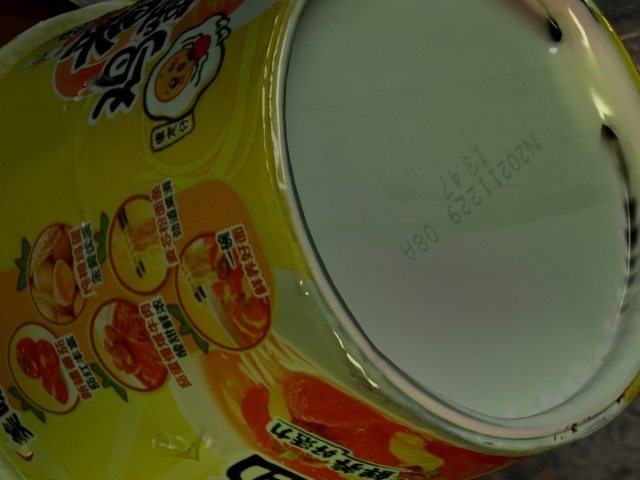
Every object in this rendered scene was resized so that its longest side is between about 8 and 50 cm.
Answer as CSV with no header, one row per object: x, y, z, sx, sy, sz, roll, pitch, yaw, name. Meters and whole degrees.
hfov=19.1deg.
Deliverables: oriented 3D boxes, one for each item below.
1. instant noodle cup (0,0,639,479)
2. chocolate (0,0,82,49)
0.000,0.000,0.745,0.264,0.200,0.264,12,70,-36,instant noodle cup
-0.160,-0.028,0.858,0.177,0.176,0.176,5,48,-6,chocolate
